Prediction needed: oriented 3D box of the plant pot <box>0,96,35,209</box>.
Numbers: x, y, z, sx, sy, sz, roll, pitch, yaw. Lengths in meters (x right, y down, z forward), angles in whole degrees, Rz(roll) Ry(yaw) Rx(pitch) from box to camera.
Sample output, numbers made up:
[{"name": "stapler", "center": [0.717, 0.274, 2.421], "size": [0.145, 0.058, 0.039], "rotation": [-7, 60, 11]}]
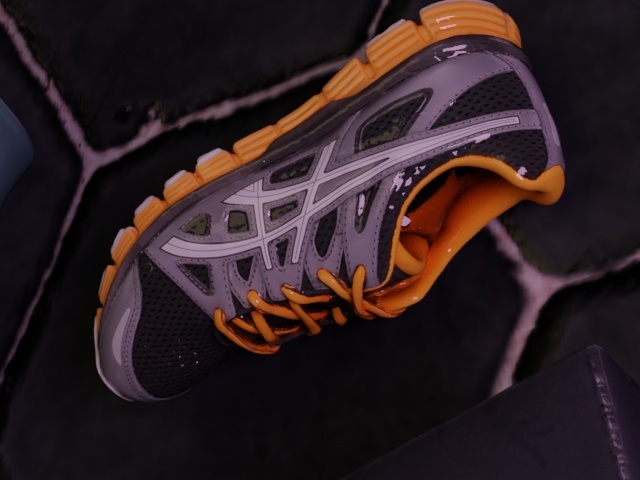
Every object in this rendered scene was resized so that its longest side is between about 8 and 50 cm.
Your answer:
[{"name": "plant pot", "center": [-0.271, 0.001, 0.835], "size": [0.271, 0.272, 0.255], "rotation": [26, 73, 40]}]

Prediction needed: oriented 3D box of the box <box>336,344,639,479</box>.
[{"name": "box", "center": [0.067, 0.195, 0.525], "size": [0.165, 0.143, 0.270], "rotation": [-30, 40, 23]}]

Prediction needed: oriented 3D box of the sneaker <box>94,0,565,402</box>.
[{"name": "sneaker", "center": [0.000, 0.000, 0.735], "size": [0.215, 0.084, 0.083], "rotation": [-40, 58, 16]}]
